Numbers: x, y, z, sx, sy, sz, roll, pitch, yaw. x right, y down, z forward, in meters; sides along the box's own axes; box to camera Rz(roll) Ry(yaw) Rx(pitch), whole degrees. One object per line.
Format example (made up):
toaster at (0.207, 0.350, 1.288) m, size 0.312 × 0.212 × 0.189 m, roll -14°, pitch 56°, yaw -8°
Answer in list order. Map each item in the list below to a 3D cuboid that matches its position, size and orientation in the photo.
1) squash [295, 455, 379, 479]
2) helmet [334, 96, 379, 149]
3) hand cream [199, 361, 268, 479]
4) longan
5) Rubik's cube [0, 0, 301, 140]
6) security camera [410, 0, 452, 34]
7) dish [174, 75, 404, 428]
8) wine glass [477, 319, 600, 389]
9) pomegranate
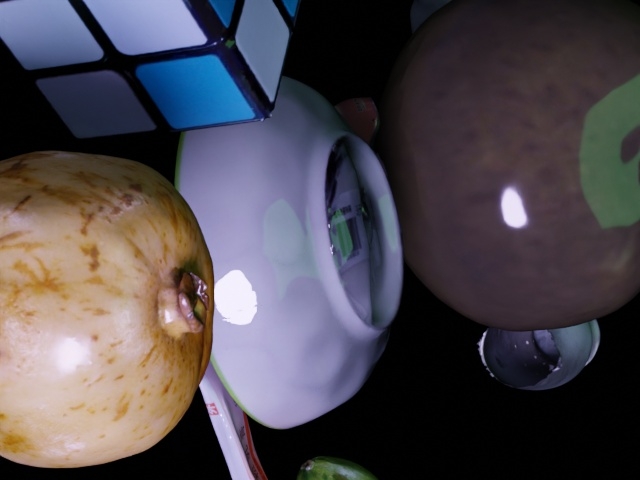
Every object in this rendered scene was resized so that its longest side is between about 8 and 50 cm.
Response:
squash at (0.069, 0.365, 1.876) m, size 0.107 × 0.107 × 0.395 m, roll -55°, pitch 133°, yaw -55°
helmet at (0.025, -0.100, 1.951) m, size 0.065 × 0.049 × 0.084 m, roll -119°, pitch -147°, yaw -55°
hand cream at (-0.065, 0.186, 1.718) m, size 0.052 × 0.038 × 0.216 m, roll -110°, pitch -177°, yaw -75°
longan at (0.222, -0.086, 2.039) m, size 0.361 × 0.361 × 0.361 m, roll -6°, pitch 90°, yaw -66°
Rubik's cube at (-0.128, -0.196, 1.480) m, size 0.167 × 0.180 × 0.183 m, roll 57°, pitch 34°, yaw -47°
security camera at (0.169, -0.144, 2.251) m, size 0.157 × 0.080 × 0.302 m, roll -34°, pitch 118°, yaw -63°
dish at (0.000, 0.000, 1.759) m, size 0.324 × 0.124 × 0.324 m, roll -9°, pitch 90°, yaw -67°
wine glass at (0.260, 0.119, 2.341) m, size 0.204 × 0.111 × 0.111 m, roll -8°, pitch 92°, yaw -70°
pomegranate at (-0.161, 0.041, 1.324) m, size 0.215 × 0.215 × 0.215 m, roll -6°, pitch 90°, yaw -66°
